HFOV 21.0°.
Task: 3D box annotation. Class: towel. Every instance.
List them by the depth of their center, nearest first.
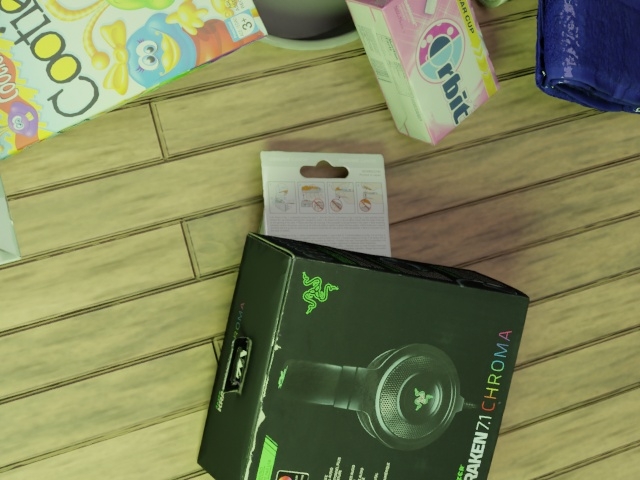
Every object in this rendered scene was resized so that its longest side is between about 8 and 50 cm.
[{"bbox_3d":[0.301,-0.300,1.915,0.227,0.076,0.308,11,79,-55],"label":"towel"}]

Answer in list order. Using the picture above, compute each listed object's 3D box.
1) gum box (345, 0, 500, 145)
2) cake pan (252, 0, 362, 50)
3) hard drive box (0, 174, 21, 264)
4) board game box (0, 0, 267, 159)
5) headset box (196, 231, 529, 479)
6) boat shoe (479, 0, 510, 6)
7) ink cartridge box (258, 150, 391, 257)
[{"bbox_3d":[0.107,-0.209,1.808,0.107,0.062,0.188,-41,129,-22],"label":"gum box"},{"bbox_3d":[-0.033,-0.338,1.801,0.293,0.054,0.293,2,84,-25],"label":"cake pan"},{"bbox_3d":[-0.356,-0.051,1.528,0.089,0.232,0.181,-15,92,-26],"label":"hard drive box"},{"bbox_3d":[-0.212,-0.193,1.628,0.275,0.144,0.142,-26,97,-11],"label":"board game box"},{"bbox_3d":[0.032,0.136,1.713,0.283,0.131,0.246,11,96,-24],"label":"headset box"},{"bbox_3d":[0.180,-0.373,1.891,0.068,0.081,0.228,-22,102,-28],"label":"boat shoe"},{"bbox_3d":[0.000,0.000,1.797,0.145,0.045,0.179,0,78,-24],"label":"ink cartridge box"}]
